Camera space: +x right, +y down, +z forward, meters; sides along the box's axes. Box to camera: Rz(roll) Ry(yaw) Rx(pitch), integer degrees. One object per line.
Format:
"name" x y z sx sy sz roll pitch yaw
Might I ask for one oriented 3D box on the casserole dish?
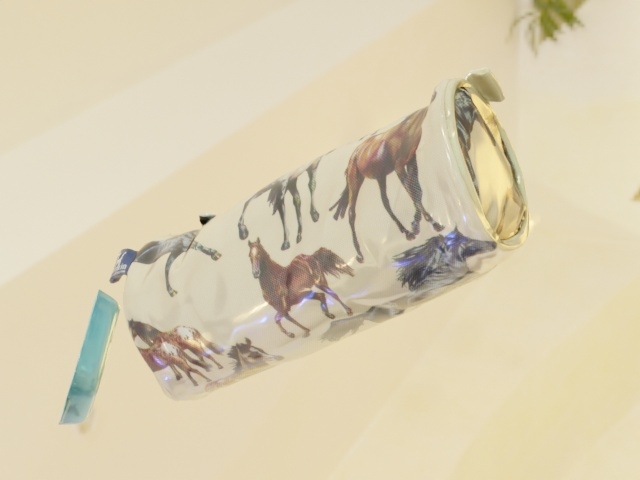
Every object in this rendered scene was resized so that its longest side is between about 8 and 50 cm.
"casserole dish" -0.286 0.148 1.464 0.114 0.037 0.188 116 167 -44

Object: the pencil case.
"pencil case" 0.000 0.000 1.071 0.160 0.410 0.184 23 -131 -50
